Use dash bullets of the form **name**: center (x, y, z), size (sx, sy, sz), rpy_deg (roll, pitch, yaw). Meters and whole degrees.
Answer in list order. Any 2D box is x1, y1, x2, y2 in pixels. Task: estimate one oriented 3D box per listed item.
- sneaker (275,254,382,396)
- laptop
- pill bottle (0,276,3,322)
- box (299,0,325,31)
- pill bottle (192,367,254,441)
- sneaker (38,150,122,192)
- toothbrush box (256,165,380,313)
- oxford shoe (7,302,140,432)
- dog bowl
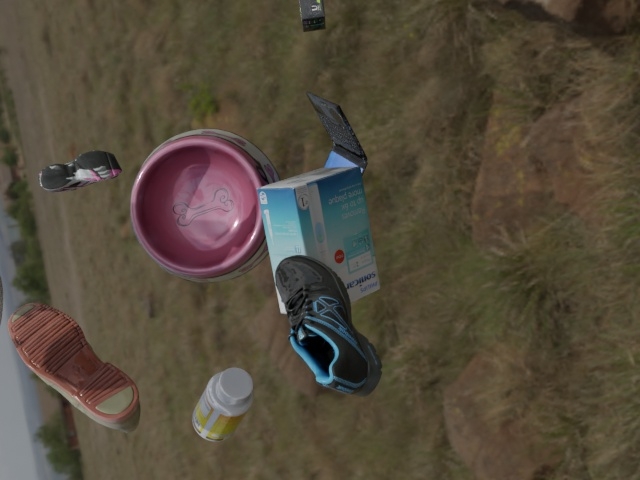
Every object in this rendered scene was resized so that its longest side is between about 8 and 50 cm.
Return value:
- **sneaker**: center (-0.007, 0.151, 1.654), size (0.125, 0.139, 0.341), rpy_deg (-50, 53, 21)
- **laptop**: center (0.013, -0.229, 2.209), size (0.264, 0.136, 0.234), rpy_deg (59, 171, -27)
- **pill bottle**: center (-0.778, 0.116, 1.583), size (0.181, 0.323, 0.181), rpy_deg (-3, 86, 52)
- **box**: center (-0.018, -0.485, 1.788), size (0.083, 0.052, 0.062), rpy_deg (70, -168, -85)
- **pill bottle**: center (-0.233, 0.395, 2.056), size (0.215, 0.117, 0.117), rpy_deg (-59, 46, 48)
- **sneaker**: center (-0.531, -0.148, 1.871), size (0.077, 0.178, 0.072), rpy_deg (139, 119, -71)
- **toothbrush box**: center (0.000, 0.000, 1.897), size (0.126, 0.216, 0.295), rpy_deg (4, 108, 46)
- **oxford shoe**: center (-0.553, 0.293, 1.890), size (0.397, 0.140, 0.146), rpy_deg (39, 152, 24)
- **dog bowl**: center (-0.299, -0.087, 2.157), size (0.150, 0.408, 0.408), rpy_deg (-53, -48, -86)
